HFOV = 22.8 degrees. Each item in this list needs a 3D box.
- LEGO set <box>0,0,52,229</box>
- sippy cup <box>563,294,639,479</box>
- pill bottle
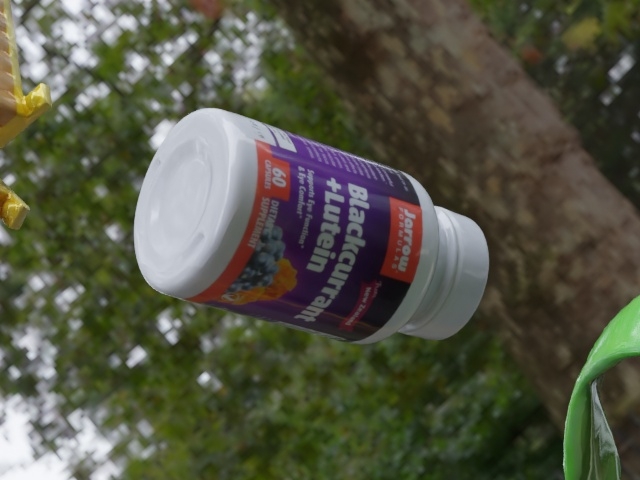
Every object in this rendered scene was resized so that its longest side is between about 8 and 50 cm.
[{"bbox_3d":[-0.196,-0.054,0.672,0.107,0.132,0.287,22,-101,-44],"label":"LEGO set"},{"bbox_3d":[0.285,0.126,0.741,0.240,0.305,0.224,-24,-58,-21],"label":"sippy cup"},{"bbox_3d":[0.000,0.000,0.920,0.193,0.108,0.108,16,-54,-33],"label":"pill bottle"}]
